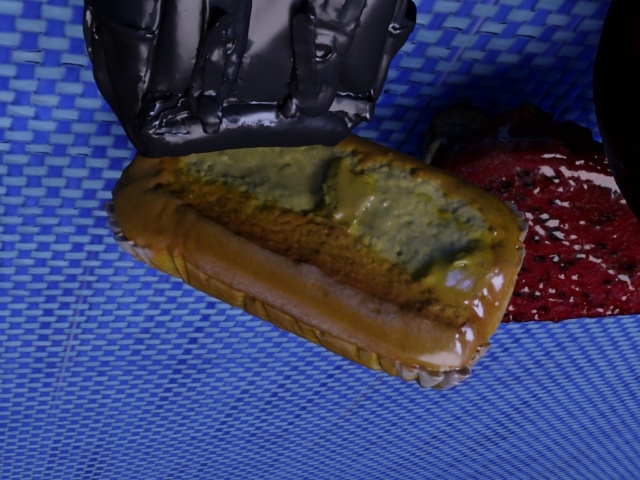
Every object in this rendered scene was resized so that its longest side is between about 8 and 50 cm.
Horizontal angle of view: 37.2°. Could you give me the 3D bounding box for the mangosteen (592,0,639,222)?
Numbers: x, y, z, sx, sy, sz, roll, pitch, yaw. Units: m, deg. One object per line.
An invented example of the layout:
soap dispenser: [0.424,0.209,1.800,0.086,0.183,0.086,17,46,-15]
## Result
mangosteen: [0.328,-0.084,0.550,0.306,0.347,0.307,-9,124,-13]

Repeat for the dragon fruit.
dragon fruit: [0.179,-0.046,0.804,0.317,0.152,0.205,-5,136,20]

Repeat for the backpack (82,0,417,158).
backpack: [-0.034,-0.146,0.562,0.206,0.133,0.258,-3,144,-21]

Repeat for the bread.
bread: [0.000,0.000,0.693,0.288,0.152,0.119,24,159,15]
